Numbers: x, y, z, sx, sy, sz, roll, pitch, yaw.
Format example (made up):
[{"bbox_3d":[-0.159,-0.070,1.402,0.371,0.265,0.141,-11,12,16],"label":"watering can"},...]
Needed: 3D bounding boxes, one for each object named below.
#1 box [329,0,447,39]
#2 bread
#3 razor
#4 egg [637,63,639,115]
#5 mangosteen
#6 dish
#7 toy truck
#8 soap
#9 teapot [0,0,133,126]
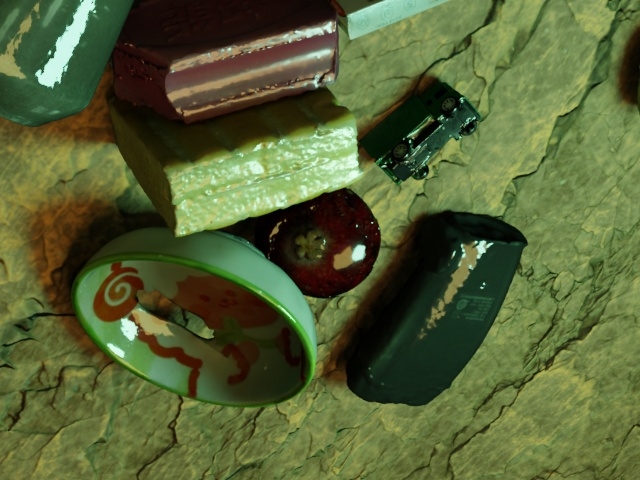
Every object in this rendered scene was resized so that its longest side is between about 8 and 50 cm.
[{"bbox_3d":[0.119,-0.311,1.740,0.218,0.055,0.039,-23,139,-12],"label":"box"},{"bbox_3d":[-0.102,-0.123,1.643,0.239,0.246,0.111,-17,124,-19],"label":"bread"},{"bbox_3d":[0.174,0.110,2.124,0.189,0.107,0.327,6,124,-37],"label":"razor"},{"bbox_3d":[0.527,-0.226,2.003,0.164,0.164,0.201,1,132,-33],"label":"egg"},{"bbox_3d":[0.000,0.000,1.885,0.166,0.166,0.180,-40,166,7],"label":"mangosteen"},{"bbox_3d":[-0.145,0.075,1.824,0.324,0.124,0.324,13,144,10],"label":"dish"},{"bbox_3d":[0.136,-0.142,1.887,0.147,0.079,0.065,-41,137,8],"label":"toy truck"},{"bbox_3d":[-0.112,-0.217,1.598,0.250,0.162,0.099,-18,136,-19],"label":"soap"},{"bbox_3d":[-0.246,-0.302,1.400,0.344,0.253,0.300,-49,170,9],"label":"teapot"}]
